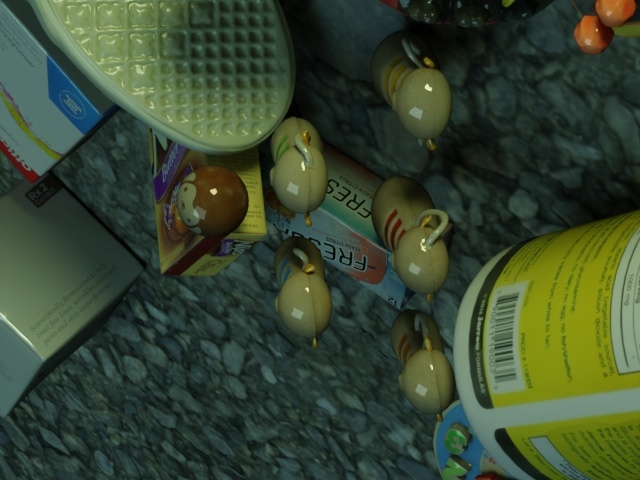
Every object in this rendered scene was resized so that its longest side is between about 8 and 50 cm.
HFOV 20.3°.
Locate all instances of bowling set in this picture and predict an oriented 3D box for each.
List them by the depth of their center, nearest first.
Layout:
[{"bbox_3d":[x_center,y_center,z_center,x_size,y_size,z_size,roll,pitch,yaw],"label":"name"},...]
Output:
[{"bbox_3d":[0.000,0.000,1.276,0.154,0.200,0.287,-105,8,-71],"label":"bowling set"}]

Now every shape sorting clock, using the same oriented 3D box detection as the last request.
[{"bbox_3d":[0.184,0.216,1.542,0.206,0.040,0.206,28,144,23],"label":"shape sorting clock"}]

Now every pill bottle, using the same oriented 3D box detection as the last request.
[{"bbox_3d":[0.256,0.063,1.164,0.334,0.188,0.188,-16,114,54],"label":"pill bottle"}]

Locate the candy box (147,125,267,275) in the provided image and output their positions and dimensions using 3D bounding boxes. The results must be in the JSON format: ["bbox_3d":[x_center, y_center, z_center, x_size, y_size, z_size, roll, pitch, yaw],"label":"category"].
[{"bbox_3d":[-0.095,-0.076,1.423,0.109,0.053,0.186,-37,54,57],"label":"candy box"}]

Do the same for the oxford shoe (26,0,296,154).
[{"bbox_3d":[-0.191,-0.244,1.361,0.449,0.169,0.130,44,166,-1],"label":"oxford shoe"}]

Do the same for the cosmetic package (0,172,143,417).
[{"bbox_3d":[-0.301,0.054,1.792,0.151,0.151,0.183,44,148,0],"label":"cosmetic package"}]

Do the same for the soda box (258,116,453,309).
[{"bbox_3d":[0.014,-0.025,1.444,0.183,0.063,0.058,33,143,18],"label":"soda box"}]

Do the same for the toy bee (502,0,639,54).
[{"bbox_3d":[0.172,-0.188,1.007,0.298,0.162,0.195,28,139,23],"label":"toy bee"}]

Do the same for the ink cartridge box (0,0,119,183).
[{"bbox_3d":[-0.255,-0.140,1.598,0.134,0.078,0.231,49,147,-5],"label":"ink cartridge box"}]

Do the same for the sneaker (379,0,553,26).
[{"bbox_3d":[0.035,-0.216,1.189,0.276,0.135,0.097,10,125,9],"label":"sneaker"}]
